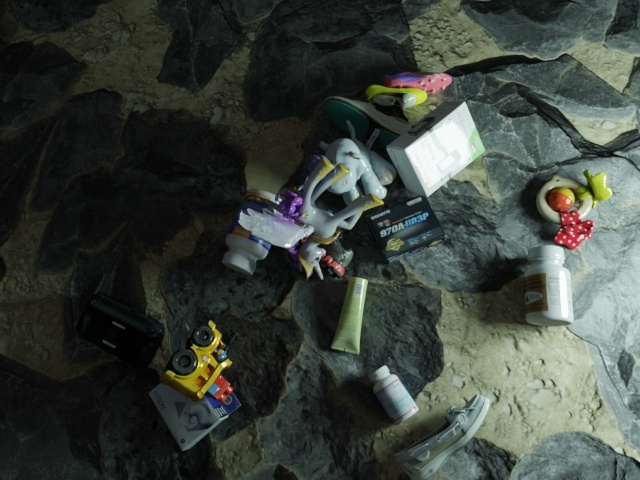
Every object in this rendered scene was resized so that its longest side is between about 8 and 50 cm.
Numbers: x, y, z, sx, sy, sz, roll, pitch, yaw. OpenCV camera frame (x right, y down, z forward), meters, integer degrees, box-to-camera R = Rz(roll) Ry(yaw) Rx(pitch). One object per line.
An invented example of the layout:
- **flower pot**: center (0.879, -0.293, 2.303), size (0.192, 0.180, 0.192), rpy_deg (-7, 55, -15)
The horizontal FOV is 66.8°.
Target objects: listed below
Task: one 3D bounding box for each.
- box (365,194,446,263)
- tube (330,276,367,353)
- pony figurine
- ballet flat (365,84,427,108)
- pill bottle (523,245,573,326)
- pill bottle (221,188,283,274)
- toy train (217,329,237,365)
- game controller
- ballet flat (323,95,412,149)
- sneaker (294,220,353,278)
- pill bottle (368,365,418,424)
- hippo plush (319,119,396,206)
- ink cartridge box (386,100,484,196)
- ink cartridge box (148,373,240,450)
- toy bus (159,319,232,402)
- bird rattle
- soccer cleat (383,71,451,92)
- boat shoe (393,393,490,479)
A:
- **box**: center (0.286, -0.040, 1.642), size (0.220, 0.051, 0.175), rpy_deg (-21, 69, 0)
- **tube**: center (0.100, 0.239, 1.574), size (0.070, 0.062, 0.240), rpy_deg (-6, 69, 53)
- **pony figurine**: center (-0.047, -0.077, 1.471), size (0.351, 0.302, 0.363), rpy_deg (34, 110, -15)
- **ballet flat**: center (0.278, -0.518, 1.778), size (0.231, 0.077, 0.077), rpy_deg (6, 49, -5)
- **pill bottle**: center (0.690, 0.138, 1.478), size (0.131, 0.131, 0.229), rpy_deg (3, 71, 9)
- **pill bottle**: center (-0.233, -0.027, 1.661), size (0.153, 0.152, 0.271), rpy_deg (18, 74, 14)
- **toy train**: center (-0.327, 0.367, 1.603), size (0.036, 0.027, 0.158), rpy_deg (26, 76, 18)
- **game controller**: center (-0.692, 0.306, 1.671), size (0.319, 0.067, 0.166), rpy_deg (22, 90, 16)
- **ballet flat**: center (0.201, -0.422, 1.763), size (0.400, 0.139, 0.139), rpy_deg (31, 78, 13)
- **sneaker**: center (0.000, 0.000, 1.647), size (0.276, 0.097, 0.135), rpy_deg (40, 81, 17)
- **pill bottle**: center (0.214, 0.462, 1.458), size (0.087, 0.087, 0.160), rpy_deg (-33, 69, -4)
- **hippo plush**: center (0.120, -0.246, 1.600), size (0.235, 0.236, 0.294), rpy_deg (20, 98, 16)
- **ink cartridge box**: center (0.386, -0.307, 1.626), size (0.273, 0.198, 0.115), rpy_deg (-39, 28, -10)
- **ink cartridge box**: center (-0.402, 0.504, 1.541), size (0.224, 0.045, 0.223), rpy_deg (-41, 70, 2)
- **toy bus**: center (-0.350, 0.390, 1.498), size (0.211, 0.149, 0.220), rpy_deg (37, 56, -2)
- **bird rattle**: center (0.807, -0.109, 1.578), size (0.207, 0.143, 0.253), rpy_deg (30, 91, 29)
- **soccer cleat**: center (0.361, -0.601, 1.817), size (0.248, 0.083, 0.095), rpy_deg (-8, 65, 9)
- **boat shoe**: center (0.355, 0.552, 1.393), size (0.320, 0.118, 0.103), rpy_deg (-44, 75, -1)
